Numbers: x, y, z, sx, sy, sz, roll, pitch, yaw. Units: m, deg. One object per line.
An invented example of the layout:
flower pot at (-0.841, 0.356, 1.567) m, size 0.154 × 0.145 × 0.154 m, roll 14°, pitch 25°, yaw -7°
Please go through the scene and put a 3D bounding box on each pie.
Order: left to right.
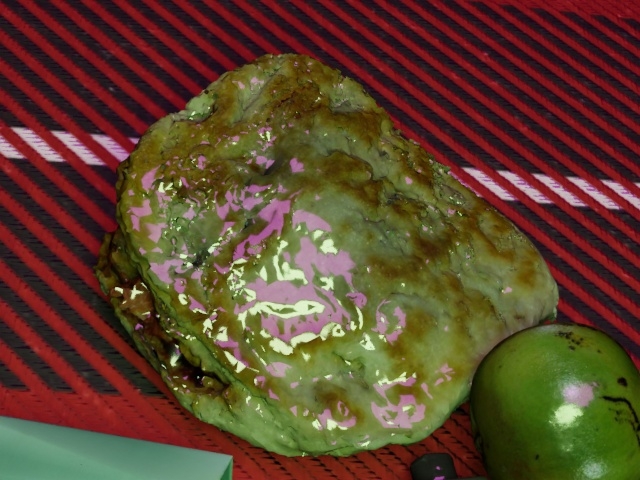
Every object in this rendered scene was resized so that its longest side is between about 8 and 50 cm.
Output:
pie at (0.013, 0.021, 1.197) m, size 0.418 × 0.180 × 0.395 m, roll 35°, pitch 52°, yaw 6°

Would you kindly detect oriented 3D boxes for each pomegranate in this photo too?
pomegranate at (0.233, 0.146, 1.078) m, size 0.210 × 0.180 × 0.180 m, roll -20°, pitch 55°, yaw 4°

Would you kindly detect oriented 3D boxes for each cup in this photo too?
cup at (-0.200, 0.212, 1.024) m, size 0.236 × 0.134 × 0.148 m, roll 17°, pitch 18°, yaw 9°

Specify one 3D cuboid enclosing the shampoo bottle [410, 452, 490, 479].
shampoo bottle at (0.122, 0.296, 1.061) m, size 0.079 × 0.080 × 0.246 m, roll -1°, pitch 52°, yaw -15°
